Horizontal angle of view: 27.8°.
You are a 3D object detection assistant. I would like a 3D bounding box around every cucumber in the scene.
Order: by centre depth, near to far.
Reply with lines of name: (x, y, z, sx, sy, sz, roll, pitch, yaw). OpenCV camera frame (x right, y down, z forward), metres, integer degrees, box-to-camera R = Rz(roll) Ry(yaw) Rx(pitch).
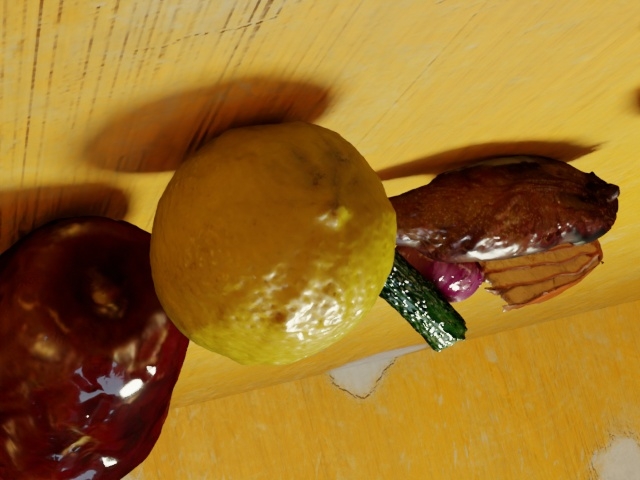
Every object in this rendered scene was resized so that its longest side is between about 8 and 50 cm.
cucumber: (0.104, 0.061, 1.505, 0.058, 0.058, 0.187, -21, 129, 34)

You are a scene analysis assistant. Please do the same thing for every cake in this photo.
cake: (0.297, 0.035, 1.800, 0.135, 0.098, 0.287, -30, 168, 32)

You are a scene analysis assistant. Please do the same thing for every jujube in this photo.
jujube: (-0.212, 0.099, 1.103, 0.223, 0.223, 0.318, -10, 161, -24)

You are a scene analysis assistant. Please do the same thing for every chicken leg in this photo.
chicken leg: (0.132, -0.030, 1.250, 0.407, 0.096, 0.158, -7, -172, -26)

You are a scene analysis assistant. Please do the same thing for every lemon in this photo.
lemon: (-0.037, 0.002, 0.935, 0.180, 0.180, 0.193, -14, 171, -4)

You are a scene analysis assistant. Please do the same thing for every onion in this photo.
onion: (0.145, 0.027, 1.575, 0.104, 0.115, 0.115, -59, 169, -3)
